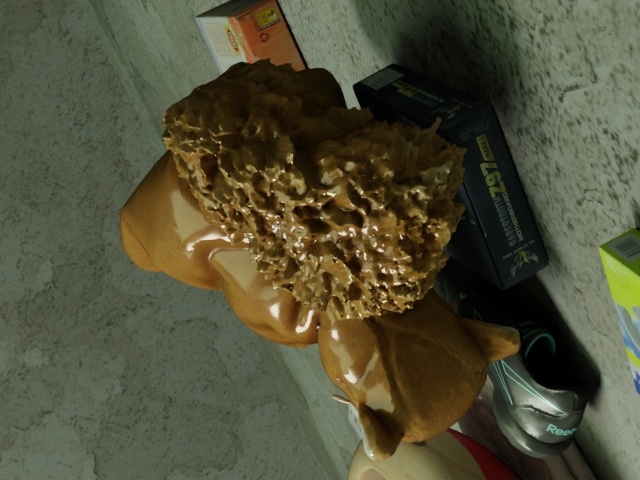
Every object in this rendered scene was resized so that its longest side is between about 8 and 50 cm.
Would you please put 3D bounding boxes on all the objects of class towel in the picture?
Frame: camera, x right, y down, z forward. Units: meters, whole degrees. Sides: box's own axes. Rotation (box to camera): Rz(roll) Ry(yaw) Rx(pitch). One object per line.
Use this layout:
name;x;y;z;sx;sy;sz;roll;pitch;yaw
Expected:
towel;0.216;0.220;1.952;0.317;0.053;0.332;59;169;12

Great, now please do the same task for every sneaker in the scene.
sneaker;0.197;0.092;1.689;0.267;0.101;0.106;57;146;26

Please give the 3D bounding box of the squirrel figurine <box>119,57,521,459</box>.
squirrel figurine;0.011;0.022;1.554;0.370;0.281;0.397;53;168;14

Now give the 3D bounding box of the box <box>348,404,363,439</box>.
box;0.103;0.284;2.516;0.101;0.087;0.102;58;169;21

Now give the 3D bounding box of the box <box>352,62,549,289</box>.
box;0.127;-0.069;1.637;0.183;0.059;0.233;66;168;-24

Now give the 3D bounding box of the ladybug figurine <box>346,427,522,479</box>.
ladybug figurine;0.157;0.361;1.880;0.449;0.162;0.305;-144;53;-69

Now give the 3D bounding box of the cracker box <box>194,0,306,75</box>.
cracker box;-0.086;-0.241;2.164;0.155;0.067;0.232;66;167;-14

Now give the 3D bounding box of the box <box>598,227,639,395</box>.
box;0.289;0.087;1.331;0.109;0.042;0.178;45;159;58
